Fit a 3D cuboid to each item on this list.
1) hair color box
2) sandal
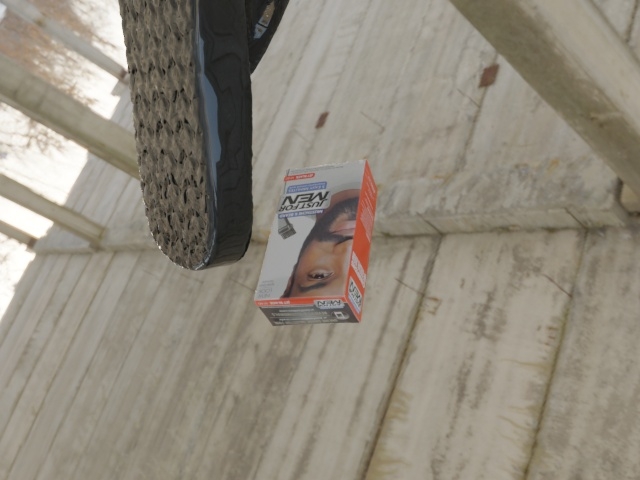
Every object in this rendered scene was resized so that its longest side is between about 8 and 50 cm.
[{"bbox_3d":[0.000,0.000,0.638,0.093,0.053,0.167,-5,-127,20],"label":"hair color box"},{"bbox_3d":[-0.086,-0.197,0.509,0.168,0.107,0.445,27,-59,44],"label":"sandal"}]
